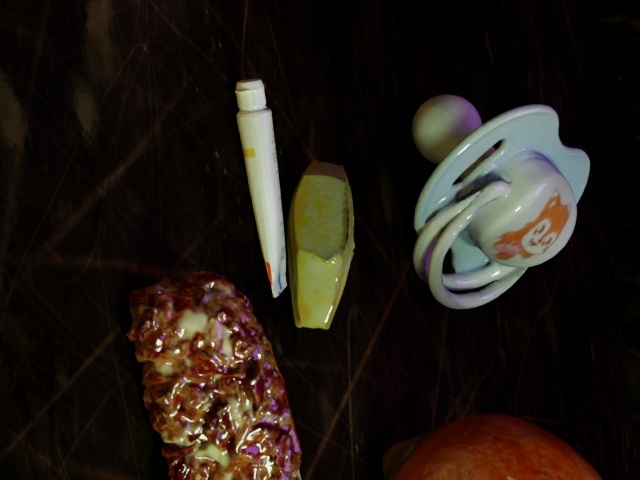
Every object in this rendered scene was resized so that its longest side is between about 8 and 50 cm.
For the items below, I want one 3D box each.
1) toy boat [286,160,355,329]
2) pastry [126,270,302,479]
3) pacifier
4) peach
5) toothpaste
[{"bbox_3d":[0.000,0.000,1.845,0.066,0.065,0.172,94,1,-59],"label":"toy boat"},{"bbox_3d":[-0.073,0.119,1.468,0.115,0.097,0.208,-85,161,-69],"label":"pastry"},{"bbox_3d":[0.181,-0.076,2.360,0.233,0.244,0.299,55,6,32],"label":"pacifier"},{"bbox_3d":[0.164,0.276,2.000,0.256,0.232,0.232,40,-11,34],"label":"peach"},{"bbox_3d":[-0.049,-0.047,1.751,0.048,0.031,0.190,-51,134,-73],"label":"toothpaste"}]
